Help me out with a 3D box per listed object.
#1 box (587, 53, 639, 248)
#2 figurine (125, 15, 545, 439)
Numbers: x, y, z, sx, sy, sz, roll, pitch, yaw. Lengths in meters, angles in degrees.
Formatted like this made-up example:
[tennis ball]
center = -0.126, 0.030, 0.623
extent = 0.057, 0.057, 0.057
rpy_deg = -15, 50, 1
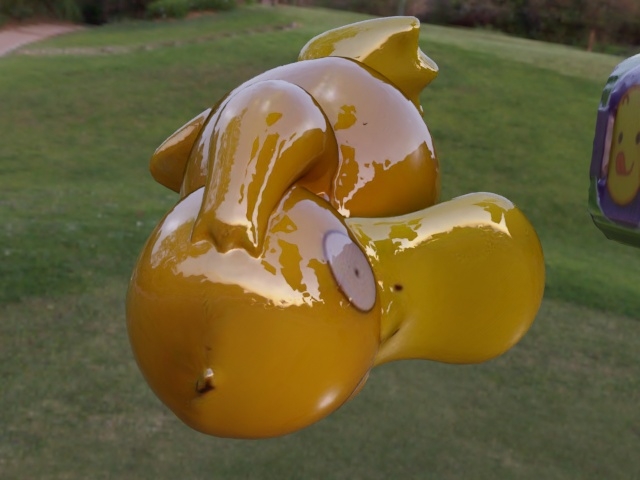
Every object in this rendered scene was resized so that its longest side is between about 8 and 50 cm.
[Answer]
[box]
center = 0.239, -0.041, 0.484
extent = 0.097, 0.134, 0.345
rpy_deg = 7, 5, -5
[figurine]
center = -0.006, -0.004, 0.510
extent = 0.215, 0.215, 0.228
rpy_deg = 5, 30, -20
